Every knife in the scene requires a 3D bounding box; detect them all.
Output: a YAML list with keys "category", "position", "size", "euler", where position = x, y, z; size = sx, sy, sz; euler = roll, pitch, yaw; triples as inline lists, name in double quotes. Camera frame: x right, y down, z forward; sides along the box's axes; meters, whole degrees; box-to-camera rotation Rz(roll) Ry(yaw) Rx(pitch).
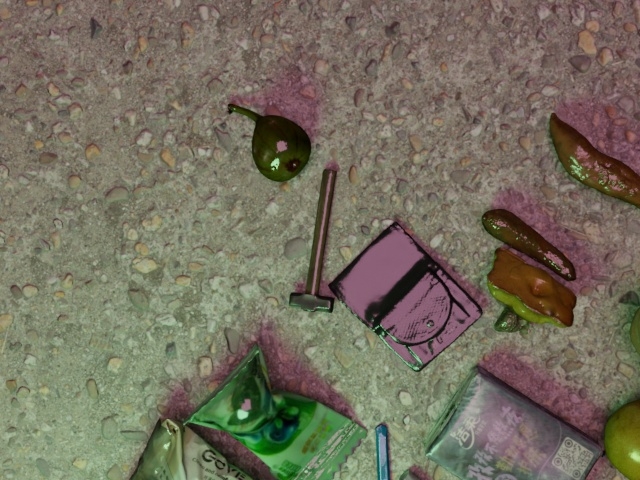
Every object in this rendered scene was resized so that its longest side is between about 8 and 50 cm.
- category: "knife"
  position: [0.165, 0.616, 1.814]
  size: [0.044, 0.026, 0.296]
  euler: [-2, 87, 2]

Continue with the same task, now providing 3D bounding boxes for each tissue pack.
- category: "tissue pack"
  position: [-0.324, 0.673, 1.760]
  size: [0.376, 0.195, 0.390]
  euler: [33, 109, 9]
- category: "tissue pack"
  position: [0.466, 0.506, 1.742]
  size: [0.361, 0.122, 0.259]
  euler: [31, 91, 6]

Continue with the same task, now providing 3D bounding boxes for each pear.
- category: "pear"
  position: [0.770, 0.474, 1.672]
  size: [0.209, 0.209, 0.208]
  euler: [0, 90, 5]

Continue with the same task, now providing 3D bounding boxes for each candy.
- category: "candy"
  position: [-0.103, 0.465, 1.772]
  size: [0.398, 0.172, 0.263]
  euler: [40, 92, -7]

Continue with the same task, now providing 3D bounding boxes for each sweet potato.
- category: "sweet potato"
  position: [0.676, -0.167, 1.731]
  size: [0.355, 0.095, 0.106]
  euler: [40, 66, 5]
- category: "sweet potato"
  position: [0.515, 0.008, 1.757]
  size: [0.273, 0.075, 0.075]
  euler: [35, 93, 2]

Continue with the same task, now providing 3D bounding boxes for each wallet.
- category: "wallet"
  position: [0.213, 0.148, 1.800]
  size: [0.247, 0.041, 0.323]
  euler: [-44, 81, 2]

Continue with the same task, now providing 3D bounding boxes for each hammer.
- category: "hammer"
  position: [0.000, 0.000, 1.814]
  size: [0.111, 0.043, 0.365]
  euler: [8, 88, 16]

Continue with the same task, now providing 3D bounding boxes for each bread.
- category: "bread"
  position: [0.502, 0.126, 1.721]
  size: [0.233, 0.160, 0.088]
  euler: [30, 136, 9]

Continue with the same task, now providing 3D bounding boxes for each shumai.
- category: "shumai"
  position: [0.481, 0.207, 1.760]
  size: [0.080, 0.082, 0.083]
  euler: [35, 116, 3]

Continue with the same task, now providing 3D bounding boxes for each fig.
- category: "fig"
  position: [-0.128, -0.269, 1.807]
  size: [0.151, 0.151, 0.259]
  euler: [-39, 60, 4]

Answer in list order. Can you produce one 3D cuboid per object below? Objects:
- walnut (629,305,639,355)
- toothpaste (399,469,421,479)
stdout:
- category: "walnut"
  position: [0.898, 0.226, 1.600]
  size: [0.382, 0.381, 0.380]
  euler: [0, 90, 5]
- category: "toothpaste"
  position: [0.279, 0.659, 1.797]
  size: [0.194, 0.043, 0.067]
  euler: [43, 91, -2]
